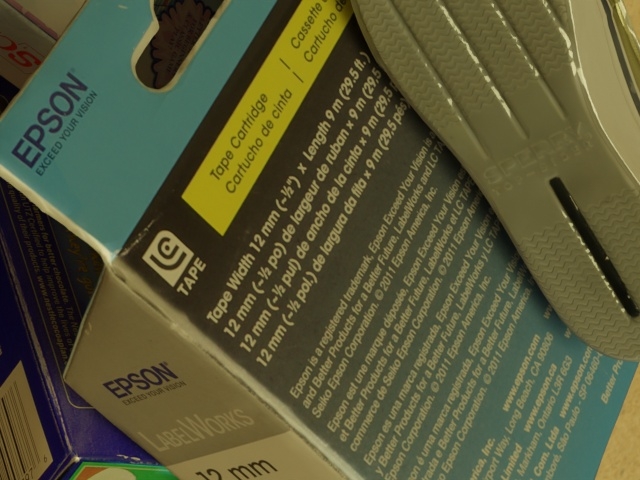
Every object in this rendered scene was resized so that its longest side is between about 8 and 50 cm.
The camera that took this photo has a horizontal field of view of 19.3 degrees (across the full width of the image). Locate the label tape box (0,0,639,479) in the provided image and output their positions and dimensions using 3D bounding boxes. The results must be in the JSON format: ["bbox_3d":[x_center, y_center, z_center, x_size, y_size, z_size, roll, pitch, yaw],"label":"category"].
[{"bbox_3d":[0.000,0.000,0.915,0.347,0.115,0.249,43,53,-20],"label":"label tape box"}]

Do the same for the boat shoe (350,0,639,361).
[{"bbox_3d":[0.101,-0.083,0.900,0.302,0.109,0.094,62,28,-15],"label":"boat shoe"}]

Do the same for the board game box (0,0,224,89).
[{"bbox_3d":[-0.112,-0.235,0.956,0.318,0.066,0.319,38,61,-39],"label":"board game box"}]

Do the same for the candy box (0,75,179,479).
[{"bbox_3d":[-0.063,0.054,1.057,0.317,0.268,0.122,8,136,-37],"label":"candy box"}]
